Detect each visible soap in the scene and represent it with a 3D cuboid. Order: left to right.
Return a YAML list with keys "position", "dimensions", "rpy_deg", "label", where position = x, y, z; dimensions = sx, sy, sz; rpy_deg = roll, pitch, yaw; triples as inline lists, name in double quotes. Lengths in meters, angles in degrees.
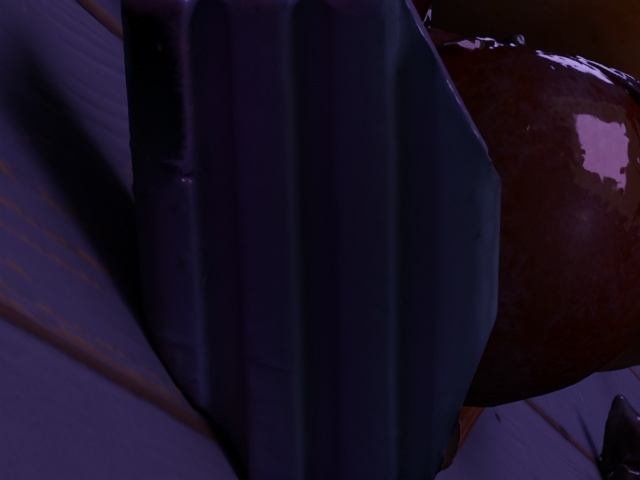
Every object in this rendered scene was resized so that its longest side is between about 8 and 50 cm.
- position: [0.000, 0.000, 0.963]
  dimensions: [0.109, 0.193, 0.324]
  rpy_deg: [-87, 175, -66]
  label: "soap"

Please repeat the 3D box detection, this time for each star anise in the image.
- position: [0.374, 0.291, 1.905]
  dimensions: [0.198, 0.110, 0.257]
  rpy_deg: [37, 21, -30]
  label: "star anise"

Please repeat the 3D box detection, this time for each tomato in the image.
- position: [0.106, -0.013, 1.151]
  dimensions: [0.265, 0.265, 0.265]
  rpy_deg: [56, 18, -29]
  label: "tomato"

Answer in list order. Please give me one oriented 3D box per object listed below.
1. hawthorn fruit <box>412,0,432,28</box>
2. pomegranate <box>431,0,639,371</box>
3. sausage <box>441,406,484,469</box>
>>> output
- position: [-0.025, -0.217, 1.194]
  dimensions: [0.215, 0.215, 0.249]
  rpy_deg: [67, 18, 5]
  label: "hawthorn fruit"
- position: [0.209, -0.084, 1.463]
  dimensions: [0.411, 0.411, 0.411]
  rpy_deg: [56, 18, -29]
  label: "pomegranate"
- position: [0.090, 0.112, 1.304]
  dimensions: [0.071, 0.071, 0.234]
  rpy_deg: [65, 16, -2]
  label: "sausage"
